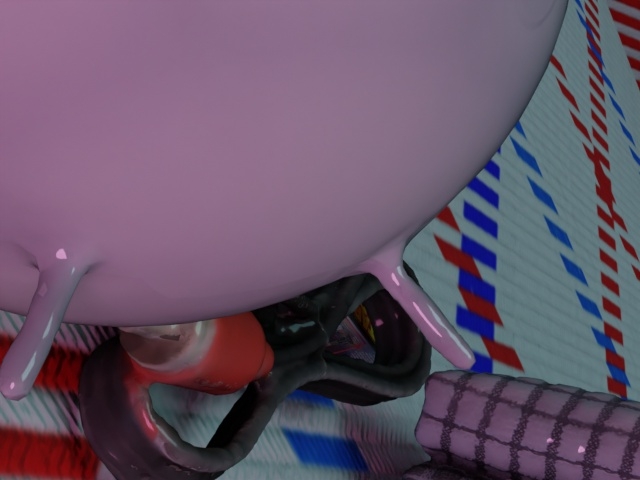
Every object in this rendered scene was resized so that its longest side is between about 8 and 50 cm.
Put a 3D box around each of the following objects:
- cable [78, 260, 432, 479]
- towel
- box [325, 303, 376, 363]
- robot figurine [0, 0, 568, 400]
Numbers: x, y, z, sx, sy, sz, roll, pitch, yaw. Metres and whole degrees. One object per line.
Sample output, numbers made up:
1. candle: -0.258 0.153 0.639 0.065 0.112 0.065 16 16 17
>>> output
1. cable: -0.007 0.033 0.605 0.287 0.072 0.139 26 49 -55
2. towel: 0.181 0.162 0.808 0.283 0.235 0.121 40 62 -62
3. box: 0.000 0.000 0.762 0.137 0.027 0.094 54 27 -46
4. robot figurine: -0.055 -0.129 0.414 0.200 0.300 0.353 -48 -127 57
